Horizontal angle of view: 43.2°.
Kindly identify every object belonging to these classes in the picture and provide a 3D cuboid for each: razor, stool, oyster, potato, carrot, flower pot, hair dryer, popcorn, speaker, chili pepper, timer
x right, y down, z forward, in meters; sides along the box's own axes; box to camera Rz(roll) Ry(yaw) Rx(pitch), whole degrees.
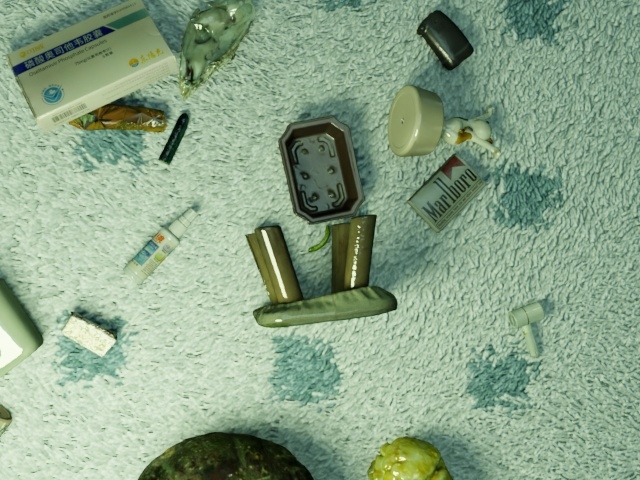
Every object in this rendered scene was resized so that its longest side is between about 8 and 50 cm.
[{"bbox_3d":[0.317,-0.512,2.051,0.090,0.054,0.148,-40,93,-13],"label":"razor"},{"bbox_3d":[-0.006,0.071,1.828,0.311,0.310,0.226,-6,89,-10],"label":"stool"},{"bbox_3d":[-0.249,-0.476,1.945,0.199,0.087,0.252,-5,79,0],"label":"oyster"},{"bbox_3d":[-0.533,0.214,1.855,0.122,0.086,0.061,32,80,-11],"label":"potato"},{"bbox_3d":[-0.478,-0.290,1.913,0.229,0.069,0.068,2,86,-9],"label":"carrot"},{"bbox_3d":[-0.003,-0.166,1.964,0.179,0.084,0.250,-12,89,-10],"label":"flower pot"},{"bbox_3d":[0.532,0.231,2.039,0.082,0.047,0.137,-17,94,-10],"label":"hair dryer"},{"bbox_3d":[0.220,0.567,1.884,0.184,0.204,0.221,-34,112,15],"label":"popcorn"},{"bbox_3d":[-0.820,0.273,1.763,0.406,0.183,0.184,-37,98,-9],"label":"speaker"},{"bbox_3d":[0.000,0.000,1.984,0.030,0.017,0.083,45,80,-6],"label":"chili pepper"},{"bbox_3d":[0.320,-0.280,1.998,0.266,0.175,0.175,5,85,-20],"label":"timer"}]

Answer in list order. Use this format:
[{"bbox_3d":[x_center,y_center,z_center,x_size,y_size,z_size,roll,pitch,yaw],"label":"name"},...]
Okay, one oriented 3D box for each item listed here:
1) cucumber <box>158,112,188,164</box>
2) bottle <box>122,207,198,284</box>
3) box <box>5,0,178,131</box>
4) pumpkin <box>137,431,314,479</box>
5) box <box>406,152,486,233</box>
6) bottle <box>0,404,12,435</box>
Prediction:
[{"bbox_3d":[-0.349,-0.247,1.942,0.032,0.032,0.133,24,82,-6],"label":"cucumber"},{"bbox_3d":[-0.371,0.010,1.907,0.060,0.060,0.217,44,81,-3],"label":"bottle"},{"bbox_3d":[-0.531,-0.413,1.881,0.343,0.065,0.200,-28,71,-10],"label":"box"},{"bbox_3d":[-0.209,0.632,1.745,0.455,0.344,0.454,-1,92,-24],"label":"pumpkin"},{"bbox_3d":[0.317,-0.119,2.033,0.115,0.036,0.177,45,81,-3],"label":"box"},{"bbox_3d":[-0.768,0.437,1.802,0.099,0.099,0.152,36,86,-5],"label":"bottle"}]
